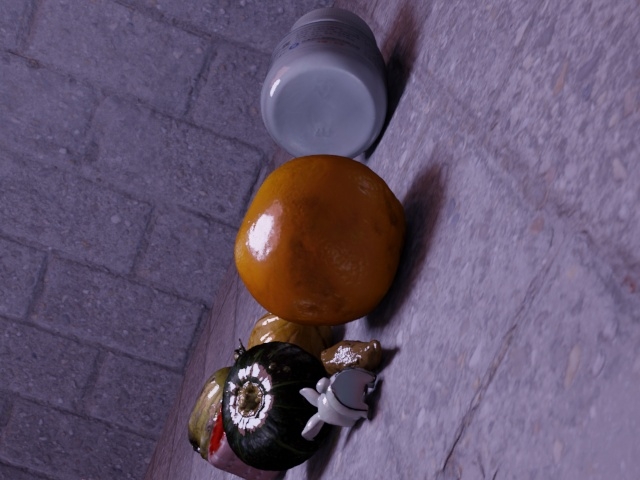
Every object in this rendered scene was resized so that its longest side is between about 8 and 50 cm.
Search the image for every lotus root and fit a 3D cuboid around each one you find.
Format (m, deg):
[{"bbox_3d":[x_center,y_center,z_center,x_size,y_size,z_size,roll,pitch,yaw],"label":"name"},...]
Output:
[{"bbox_3d":[-0.173,0.330,1.902,0.154,0.154,0.278,-117,47,-76],"label":"lotus root"}]

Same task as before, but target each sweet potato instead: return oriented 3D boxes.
[{"bbox_3d":[0.043,0.166,1.306,0.206,0.068,0.060,145,119,-63],"label":"sweet potato"}]

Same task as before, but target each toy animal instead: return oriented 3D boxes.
[{"bbox_3d":[0.025,0.222,1.272,0.124,0.085,0.071,118,151,-61],"label":"toy animal"}]

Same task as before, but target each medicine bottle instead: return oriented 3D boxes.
[{"bbox_3d":[0.014,-0.320,1.878,0.306,0.245,0.245,-83,17,-56],"label":"medicine bottle"}]

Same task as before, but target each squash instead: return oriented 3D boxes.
[{"bbox_3d":[-0.067,0.250,1.421,0.156,0.193,0.193,4,-71,-65],"label":"squash"}]

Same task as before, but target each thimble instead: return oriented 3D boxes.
[{"bbox_3d":[-0.114,0.327,1.643,0.189,0.125,0.163,-88,24,-61],"label":"thimble"}]

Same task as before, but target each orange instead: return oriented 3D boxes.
[{"bbox_3d":[0.000,0.000,1.370,0.261,0.261,0.261,-160,90,-80],"label":"orange"}]

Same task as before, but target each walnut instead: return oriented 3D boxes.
[{"bbox_3d":[-0.053,0.179,1.572,0.180,0.144,0.144,-49,22,48],"label":"walnut"}]
